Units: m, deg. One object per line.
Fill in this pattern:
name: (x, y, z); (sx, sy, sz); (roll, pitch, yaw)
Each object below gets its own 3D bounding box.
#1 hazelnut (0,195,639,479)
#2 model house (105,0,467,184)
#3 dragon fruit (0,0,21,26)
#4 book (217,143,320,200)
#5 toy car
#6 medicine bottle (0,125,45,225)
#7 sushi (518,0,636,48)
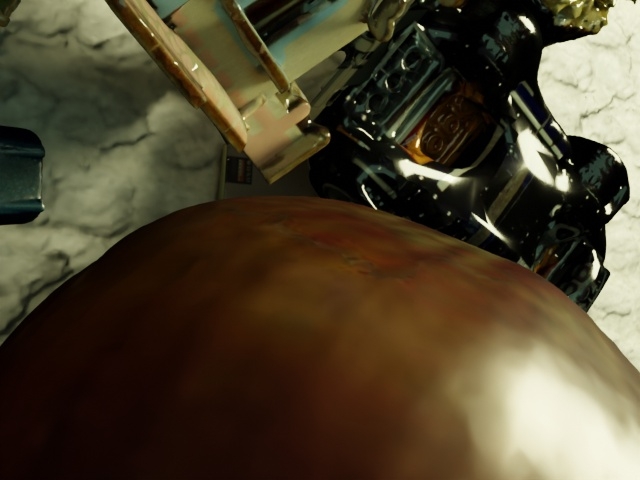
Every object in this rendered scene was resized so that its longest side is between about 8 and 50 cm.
hazelnut: (0.014, 0.171, 0.481); (0.429, 0.402, 0.402); (39, 68, 6)
model house: (-0.011, -0.195, 0.460); (0.244, 0.169, 0.326); (-36, 144, 1)
dragon fruit: (-0.232, -0.153, 0.416); (0.210, 0.172, 0.172); (30, 77, -21)
book: (0.000, 0.000, 0.695); (0.182, 0.014, 0.127); (4, 92, -37)
toy car: (0.111, -0.035, 0.696); (0.193, 0.118, 0.301); (-52, 124, -15)
medicine bottle: (-0.238, 0.048, 0.487); (0.124, 0.079, 0.258); (20, 84, -35)
sushi: (0.145, -0.242, 0.711); (0.147, 0.115, 0.212); (-37, 116, -28)
